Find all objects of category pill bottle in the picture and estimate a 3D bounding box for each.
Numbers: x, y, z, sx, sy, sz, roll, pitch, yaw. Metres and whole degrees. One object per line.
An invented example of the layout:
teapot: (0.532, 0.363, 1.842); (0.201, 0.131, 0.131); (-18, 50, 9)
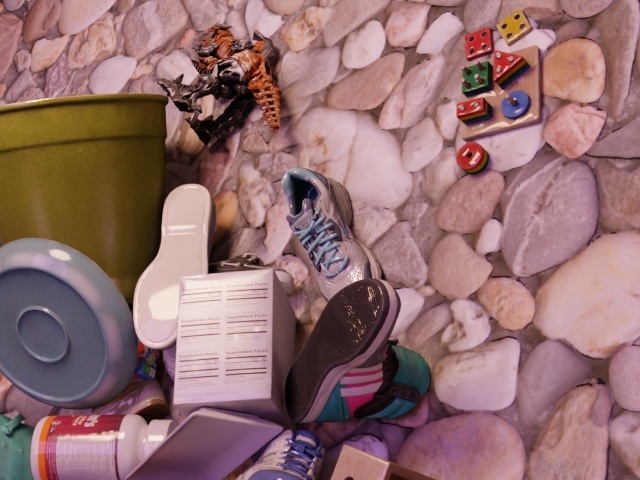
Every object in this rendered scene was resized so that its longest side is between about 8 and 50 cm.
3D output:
pill bottle: (-0.348, 0.345, 1.748); (0.221, 0.121, 0.121); (-2, 64, 6)

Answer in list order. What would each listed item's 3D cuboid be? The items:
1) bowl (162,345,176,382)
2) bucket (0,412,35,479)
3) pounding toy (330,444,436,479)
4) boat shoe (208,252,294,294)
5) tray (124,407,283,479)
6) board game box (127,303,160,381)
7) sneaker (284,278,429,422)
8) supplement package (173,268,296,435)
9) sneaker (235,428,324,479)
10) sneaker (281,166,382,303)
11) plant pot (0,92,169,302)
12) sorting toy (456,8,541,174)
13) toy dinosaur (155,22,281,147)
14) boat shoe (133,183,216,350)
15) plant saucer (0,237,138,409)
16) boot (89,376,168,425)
bowl: (-0.211, 0.176, 1.800); (0.170, 0.080, 0.170); (-18, 58, 31)
bucket: (-0.610, 0.431, 1.915); (0.281, 0.183, 0.281); (-17, 59, 30)
pounding toy: (0.038, 0.371, 1.425); (0.094, 0.206, 0.181); (14, 78, 41)
boat shoe: (-0.130, 0.056, 1.795); (0.219, 0.078, 0.070); (-6, 63, 40)
tray: (-0.179, 0.310, 1.602); (0.270, 0.145, 0.030); (-46, 40, 45)
board game box: (-0.363, 0.179, 1.858); (0.201, 0.035, 0.136); (-6, 58, 29)
sneaker: (0.084, 0.164, 1.508); (0.295, 0.178, 0.124); (-56, 40, 43)
supplement package: (-0.125, 0.177, 1.628); (0.149, 0.194, 0.203); (-4, 63, 8)
sneaker: (-0.051, 0.318, 1.495); (0.131, 0.112, 0.296); (-60, 2, -13)
sneaker: (0.000, 0.000, 1.693); (0.110, 0.122, 0.283); (-37, 51, 18)
plant pot: (-0.429, -0.057, 1.890); (0.366, 0.366, 0.353); (-6, 92, 36)
sorting toy: (0.270, -0.242, 1.654); (0.132, 0.046, 0.274); (-12, 62, 33)
toy dinosaur: (-0.166, -0.294, 1.959); (0.218, 0.164, 0.322); (-38, 27, -4)
boat shoe: (-0.234, 0.056, 1.811); (0.116, 0.099, 0.319); (1, 56, 9)
plant saucer: (-0.452, 0.150, 1.780); (0.318, 0.044, 0.317); (8, 114, 19)
boot: (-0.370, 0.273, 1.879); (0.213, 0.077, 0.165); (-32, 53, 16)
